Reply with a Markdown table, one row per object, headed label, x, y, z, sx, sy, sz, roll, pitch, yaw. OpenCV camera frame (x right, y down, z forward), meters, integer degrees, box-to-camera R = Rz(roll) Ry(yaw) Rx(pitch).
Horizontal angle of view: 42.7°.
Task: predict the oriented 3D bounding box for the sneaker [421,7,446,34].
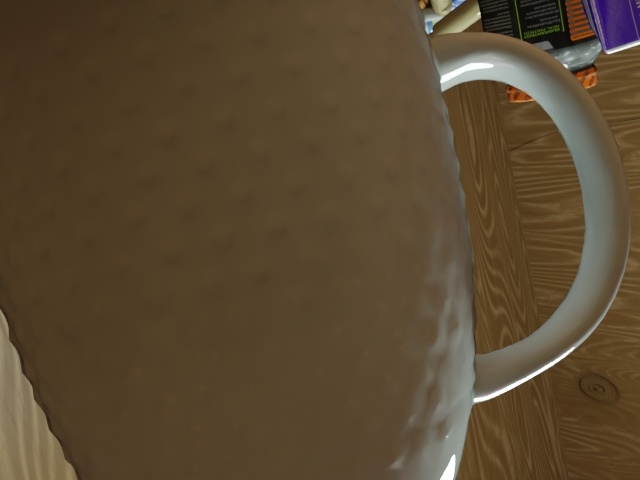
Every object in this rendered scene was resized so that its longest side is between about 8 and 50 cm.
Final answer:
| label | x | y | z | sx | sy | sz | roll | pitch | yaw |
| --- | --- | --- | --- | --- | --- | --- | --- | --- | --- |
| sneaker | 0.089 | -0.231 | 1.180 | 0.240 | 0.126 | 0.091 | -25 | 176 | 22 |

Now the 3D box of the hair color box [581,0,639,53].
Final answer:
| label | x | y | z | sx | sy | sz | roll | pitch | yaw |
| --- | --- | --- | --- | --- | --- | --- | --- | --- | --- |
| hair color box | 0.364 | -0.251 | 0.608 | 0.338 | 0.110 | 0.185 | -14 | -164 | 19 |

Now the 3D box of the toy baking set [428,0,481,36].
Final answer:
| label | x | y | z | sx | sy | sz | roll | pitch | yaw |
| --- | --- | --- | --- | --- | --- | --- | --- | --- | --- |
| toy baking set | 0.134 | -0.289 | 0.997 | 0.196 | 0.030 | 0.256 | -5 | 163 | -44 |

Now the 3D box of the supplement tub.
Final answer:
| label | x | y | z | sx | sy | sz | roll | pitch | yaw |
| --- | --- | --- | --- | --- | --- | --- | --- | --- | --- |
| supplement tub | 0.219 | -0.243 | 0.827 | 0.117 | 0.190 | 0.117 | -12 | -167 | 3 |

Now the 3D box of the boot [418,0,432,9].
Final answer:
| label | x | y | z | sx | sy | sz | roll | pitch | yaw |
| --- | --- | --- | --- | --- | --- | --- | --- | --- | --- |
| boot | 0.093 | -0.347 | 1.178 | 0.220 | 0.109 | 0.283 | -17 | 180 | 22 |

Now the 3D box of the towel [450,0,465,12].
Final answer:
| label | x | y | z | sx | sy | sz | roll | pitch | yaw |
| --- | --- | --- | --- | --- | --- | --- | --- | --- | --- |
| towel | 0.301 | -0.369 | 1.118 | 0.243 | 0.040 | 0.336 | -23 | -177 | -17 |

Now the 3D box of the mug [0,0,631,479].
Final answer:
| label | x | y | z | sx | sy | sz | roll | pitch | yaw |
| --- | --- | --- | --- | --- | --- | --- | --- | --- | --- |
| mug | 0.000 | 0.000 | 0.487 | 0.374 | 0.328 | 0.276 | -14 | 176 | -4 |
